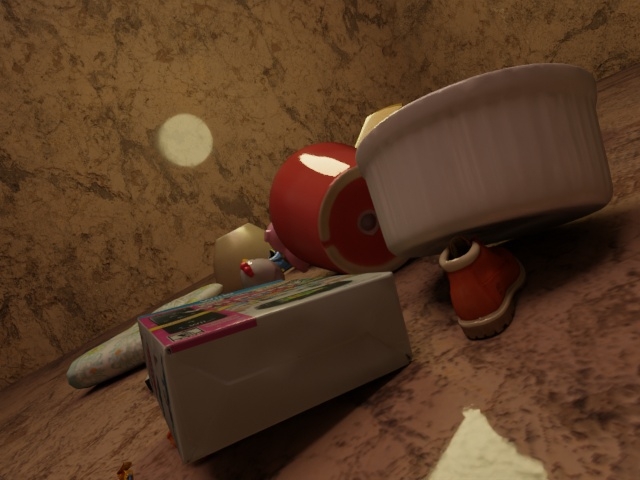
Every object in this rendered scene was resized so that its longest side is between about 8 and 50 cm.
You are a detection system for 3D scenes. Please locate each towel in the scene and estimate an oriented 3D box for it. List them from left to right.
[{"bbox_3d":[-0.453,0.249,1.199,0.320,0.090,0.374,-27,7,12],"label":"towel"}]

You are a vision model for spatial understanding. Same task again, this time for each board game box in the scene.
[{"bbox_3d":[-0.080,0.113,0.500,0.223,0.098,0.303,-13,-1,-27],"label":"board game box"}]

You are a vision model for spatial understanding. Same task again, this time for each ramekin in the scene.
[{"bbox_3d":[0.190,-0.071,0.517,0.277,0.135,0.277,-11,-10,-2],"label":"ramekin"}]

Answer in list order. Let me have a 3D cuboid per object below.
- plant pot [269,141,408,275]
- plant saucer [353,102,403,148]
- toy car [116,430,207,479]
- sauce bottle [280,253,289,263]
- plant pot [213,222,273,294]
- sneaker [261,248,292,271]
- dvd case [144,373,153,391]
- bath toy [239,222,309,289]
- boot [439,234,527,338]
[{"bbox_3d":[0.054,-0.052,0.819,0.274,0.275,0.243,-29,17,-9],"label":"plant pot"},{"bbox_3d":[0.105,-0.187,1.229,0.333,0.080,0.333,117,176,-73],"label":"plant saucer"},{"bbox_3d":[-0.151,0.227,0.450,0.122,0.060,0.041,-43,48,11],"label":"toy car"},{"bbox_3d":[0.000,0.000,1.196,0.111,0.112,0.344,-32,8,-32],"label":"sauce bottle"},{"bbox_3d":[-0.271,0.049,1.560,0.284,0.191,0.284,-27,6,3],"label":"plant pot"},{"bbox_3d":[-0.110,0.046,1.411,0.209,0.082,0.069,-31,5,-38],"label":"sneaker"},{"bbox_3d":[-0.231,0.206,0.889,0.238,0.030,0.179,-30,7,-12],"label":"dvd case"},{"bbox_3d":[-0.059,-0.013,0.987,0.348,0.129,0.151,-47,49,-4],"label":"bath toy"},{"bbox_3d":[0.166,0.024,0.447,0.059,0.085,0.158,-25,5,33],"label":"boot"}]
